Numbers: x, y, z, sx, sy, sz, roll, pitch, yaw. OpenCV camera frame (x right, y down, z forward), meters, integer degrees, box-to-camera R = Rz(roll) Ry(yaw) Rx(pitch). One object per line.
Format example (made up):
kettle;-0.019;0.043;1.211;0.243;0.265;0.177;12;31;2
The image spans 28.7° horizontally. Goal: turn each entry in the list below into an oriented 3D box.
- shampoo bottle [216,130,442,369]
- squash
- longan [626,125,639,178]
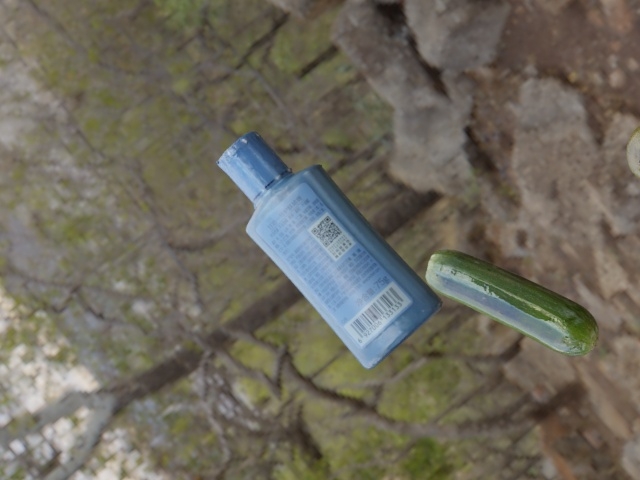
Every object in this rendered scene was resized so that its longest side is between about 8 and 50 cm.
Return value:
shampoo bottle;0.000;0.000;1.237;0.258;0.104;0.061;49;-165;6
squash;0.231;0.073;1.516;0.229;0.066;0.066;25;162;23
longan;0.396;-0.104;1.496;0.075;0.083;0.075;22;129;29
